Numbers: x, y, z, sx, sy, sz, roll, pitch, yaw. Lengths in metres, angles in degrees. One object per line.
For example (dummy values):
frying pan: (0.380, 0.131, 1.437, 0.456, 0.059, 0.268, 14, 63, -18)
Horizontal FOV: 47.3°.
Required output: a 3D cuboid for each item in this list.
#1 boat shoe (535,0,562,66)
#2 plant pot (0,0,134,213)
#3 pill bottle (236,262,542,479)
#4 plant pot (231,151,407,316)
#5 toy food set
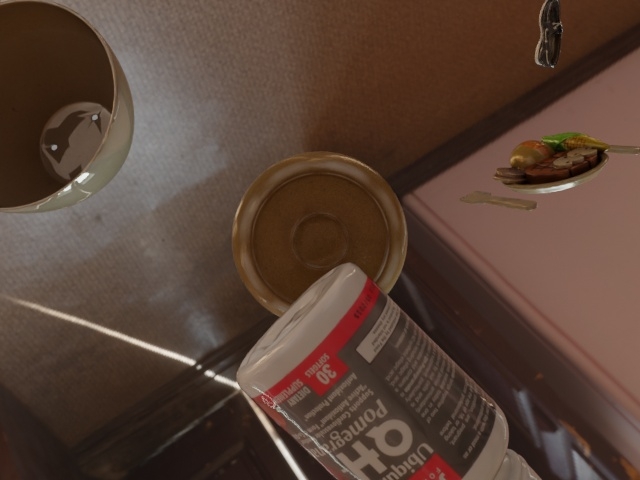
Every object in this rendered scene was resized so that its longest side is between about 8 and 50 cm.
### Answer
boat shoe: (0.422, -0.379, 1.331, 0.046, 0.038, 0.125, -9, 117, -29)
plant pot: (-0.376, -0.162, 1.021, 0.284, 0.284, 0.191, -43, 166, 1)
pill bottle: (0.081, 0.190, 0.764, 0.176, 0.318, 0.176, -45, -176, 4)
plant pot: (0.000, 0.000, 0.966, 0.236, 0.236, 0.032, -42, -175, 1)
toy food set: (0.269, -0.093, 0.862, 0.192, 0.132, 0.038, -26, 110, -23)
